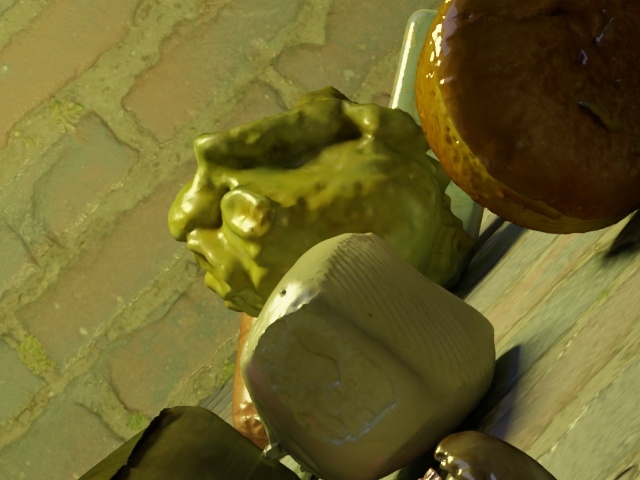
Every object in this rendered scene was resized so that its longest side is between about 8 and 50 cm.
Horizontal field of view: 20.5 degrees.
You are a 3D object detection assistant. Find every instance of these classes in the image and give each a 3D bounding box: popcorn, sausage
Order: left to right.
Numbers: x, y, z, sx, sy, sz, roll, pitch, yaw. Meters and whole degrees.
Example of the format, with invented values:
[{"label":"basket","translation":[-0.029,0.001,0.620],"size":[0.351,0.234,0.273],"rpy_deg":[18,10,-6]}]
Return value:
[{"label":"sausage","translation":[-0.052,0.113,2.037],"size":[0.086,0.086,0.289],"rpy_deg":[-43,33,44]},{"label":"popcorn","translation":[-0.006,-0.017,1.916],"size":[0.312,0.312,0.312],"rpy_deg":[-45,3,3]}]

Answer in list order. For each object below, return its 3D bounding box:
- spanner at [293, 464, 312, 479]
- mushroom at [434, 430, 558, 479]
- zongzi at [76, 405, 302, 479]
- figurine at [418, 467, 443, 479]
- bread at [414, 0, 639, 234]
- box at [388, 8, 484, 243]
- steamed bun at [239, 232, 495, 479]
[{"label":"spanner","translation":[-0.019,0.222,1.656],"size":[0.087,0.024,0.316],"rpy_deg":[-46,3,22]},{"label":"mushroom","translation":[0.028,0.180,0.816],"size":[0.212,0.088,0.097],"rpy_deg":[-39,13,7]},{"label":"zongzi","translation":[-0.207,0.324,1.229],"size":[0.393,0.174,0.356],"rpy_deg":[-44,1,24]},{"label":"figurine","translation":[0.050,0.175,0.991],"size":[0.129,0.054,0.072],"rpy_deg":[-38,17,-4]},{"label":"bread","translation":[0.191,-0.129,1.373],"size":[0.268,0.268,0.146],"rpy_deg":[-46,-1,-27]},{"label":"box","translation":[0.142,-0.127,2.072],"size":[0.044,0.142,0.285],"rpy_deg":[21,-100,-62]},{"label":"steamed bun","translation":[0.026,0.096,1.310],"size":[0.152,0.170,0.238],"rpy_deg":[-51,-4,15]}]
